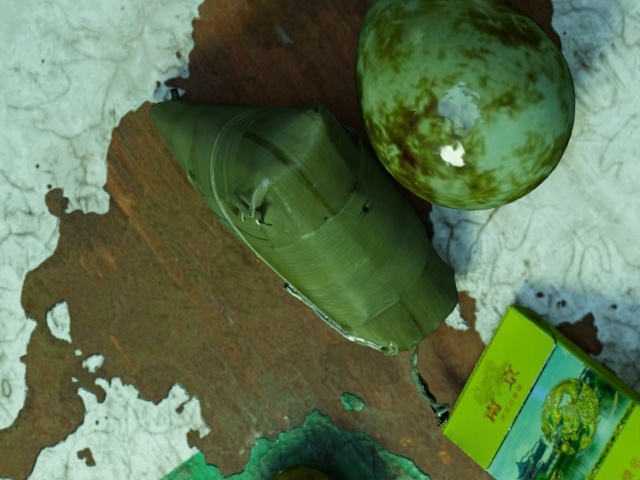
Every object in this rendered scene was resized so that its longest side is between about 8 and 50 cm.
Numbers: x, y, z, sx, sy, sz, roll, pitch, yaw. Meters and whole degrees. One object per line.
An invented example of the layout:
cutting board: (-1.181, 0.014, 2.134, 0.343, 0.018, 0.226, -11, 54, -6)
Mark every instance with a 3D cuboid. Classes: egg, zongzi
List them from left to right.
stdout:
zongzi: (0.000, 0.000, 1.981, 0.181, 0.418, 0.447, -46, 121, -13)
egg: (0.156, -0.171, 1.830, 0.238, 0.238, 0.289, -46, 66, 18)

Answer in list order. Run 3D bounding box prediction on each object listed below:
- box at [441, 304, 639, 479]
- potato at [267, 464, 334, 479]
box: (0.299, 0.239, 1.861, 0.335, 0.047, 0.187, 40, 111, 40)
potato: (-0.013, 0.469, 2.020, 0.195, 0.176, 0.369, -8, 100, -9)
